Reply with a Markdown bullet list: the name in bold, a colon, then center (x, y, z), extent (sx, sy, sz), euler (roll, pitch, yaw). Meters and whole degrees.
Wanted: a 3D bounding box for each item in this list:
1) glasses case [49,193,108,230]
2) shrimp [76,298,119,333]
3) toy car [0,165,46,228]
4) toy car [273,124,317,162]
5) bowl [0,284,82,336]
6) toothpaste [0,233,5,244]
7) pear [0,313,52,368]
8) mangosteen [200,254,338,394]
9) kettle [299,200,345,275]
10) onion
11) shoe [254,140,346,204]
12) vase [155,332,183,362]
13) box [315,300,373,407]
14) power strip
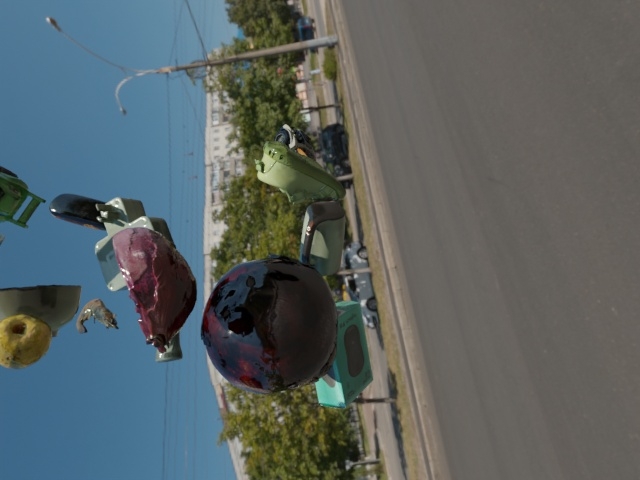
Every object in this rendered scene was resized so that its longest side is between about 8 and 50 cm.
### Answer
- **glasses case**: center (-1.033, -0.126, 1.848), extent (0.082, 0.321, 0.122), euler (101, -175, -57)
- **shrimp**: center (-1.058, 0.384, 1.965), extent (0.169, 0.296, 0.058), euler (-56, -38, -13)
- **toy car**: center (-1.213, -0.170, 1.542), extent (0.213, 0.176, 0.358), euler (-61, 5, -13)
- **toy car**: center (-0.069, -0.302, 1.538), extent (0.193, 0.118, 0.301), euler (29, -145, -54)
- **bowl**: center (-1.069, 0.274, 1.529), extent (0.354, 0.354, 0.185), euler (69, -167, -82)
- **toothpaste**: center (-1.010, -0.041, 1.056), extent (0.336, 0.081, 0.067), euler (29, -177, -33)
- **pear**: center (-0.950, 0.324, 1.323), extent (0.178, 0.178, 0.178), euler (-10, -90, -88)
- **mangosteen**: center (-0.121, 0.224, 1.168), extent (0.421, 0.381, 0.381), euler (12, -114, -64)
- **kettle**: center (0.000, 0.000, 1.548), extent (0.240, 0.165, 0.255), euler (-44, -31, -52)
- **onion**: center (-0.315, 0.099, 0.849), extent (0.283, 0.120, 0.227), euler (56, 167, 39)
- **shoe**: center (-0.055, -0.169, 1.082), extent (0.262, 0.128, 0.140), euler (27, -151, -42)
- **vase**: center (-0.450, 0.243, 1.227), extent (0.096, 0.096, 0.219), euler (75, -174, -74)
- **box**: center (0.069, 0.386, 1.443), extent (0.205, 0.118, 0.311), euler (-18, -79, -51)
- **power strip**: center (-0.584, -0.002, 1.261), extent (0.261, 0.229, 0.141), euler (67, -163, 9)
